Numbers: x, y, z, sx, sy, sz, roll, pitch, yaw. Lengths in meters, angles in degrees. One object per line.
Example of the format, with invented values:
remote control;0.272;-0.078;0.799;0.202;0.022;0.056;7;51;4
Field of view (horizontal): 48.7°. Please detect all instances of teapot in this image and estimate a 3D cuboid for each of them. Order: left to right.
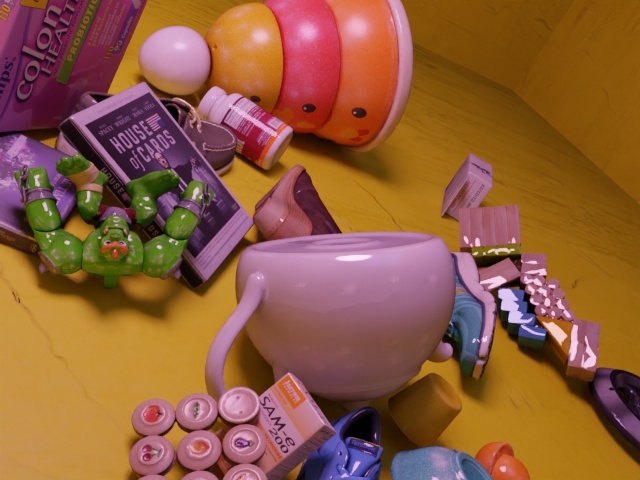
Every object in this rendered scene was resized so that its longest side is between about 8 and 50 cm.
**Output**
teapot;0.026;0.092;0.762;0.255;0.187;0.252;-2;5;4

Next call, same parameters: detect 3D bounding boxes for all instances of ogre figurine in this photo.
ogre figurine;-0.213;-0.017;0.742;0.197;0.096;0.118;12;64;-36

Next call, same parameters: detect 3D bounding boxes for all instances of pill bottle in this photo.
pill bottle;-0.129;-0.192;1.196;0.152;0.086;0.086;33;26;3

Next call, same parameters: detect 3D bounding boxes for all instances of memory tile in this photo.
memory tile;-0.098;0.185;0.569;0.113;0.012;0.148;-4;43;-7

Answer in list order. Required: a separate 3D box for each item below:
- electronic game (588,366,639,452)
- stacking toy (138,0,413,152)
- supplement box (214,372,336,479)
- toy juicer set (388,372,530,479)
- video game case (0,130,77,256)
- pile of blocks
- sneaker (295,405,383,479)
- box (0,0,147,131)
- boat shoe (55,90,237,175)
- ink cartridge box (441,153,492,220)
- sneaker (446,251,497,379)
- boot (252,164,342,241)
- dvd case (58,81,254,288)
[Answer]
electronic game;0.520;0.286;1.110;0.229;0.048;0.229;26;25;-13
stacking toy;-0.102;-0.328;1.323;0.479;0.351;0.351;-8;43;-26
supplement box;-0.044;0.174;0.626;0.062;0.098;0.036;49;-2;33
toy juicer set;0.149;0.280;0.682;0.209;0.089;0.329;43;16;-7
video game case;-0.406;-0.092;0.786;0.274;0.026;0.196;26;26;-14
pile of blocks;0.340;0.100;1.208;0.113;0.148;0.362;70;-4;-55
sneaker;0.012;0.222;0.627;0.069;0.082;0.209;34;27;-1
box;-0.355;-0.259;0.881;0.117;0.214;0.243;33;18;9
boat shoe;-0.224;-0.154;1.016;0.109;0.091;0.305;46;29;26
ink cartridge box;0.313;-0.106;1.510;0.061;0.104;0.181;31;26;-1
sneaker;0.185;0.105;1.039;0.109;0.107;0.275;6;26;-8
boot;0.000;0.000;1.040;0.207;0.090;0.248;43;20;-10
dvd case;-0.190;-0.075;0.877;0.239;0.029;0.179;53;26;-12
